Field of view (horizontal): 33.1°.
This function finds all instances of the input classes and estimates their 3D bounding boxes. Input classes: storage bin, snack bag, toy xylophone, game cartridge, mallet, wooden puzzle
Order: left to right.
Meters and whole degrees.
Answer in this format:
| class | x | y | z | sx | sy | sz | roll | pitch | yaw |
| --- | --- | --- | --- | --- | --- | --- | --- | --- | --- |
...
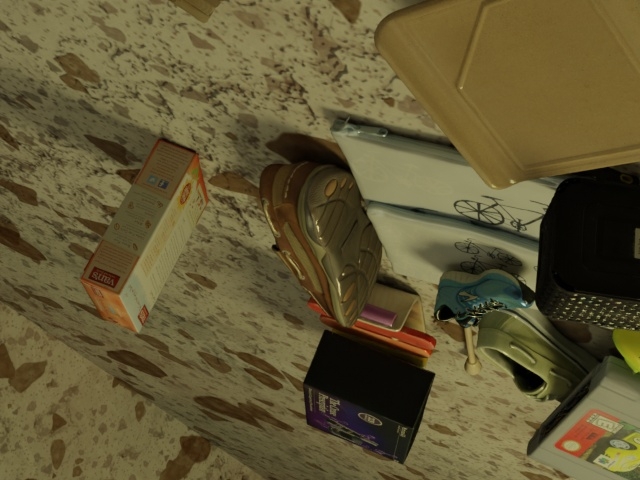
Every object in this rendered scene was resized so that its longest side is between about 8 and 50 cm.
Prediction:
| class | x | y | z | sx | sy | sz | roll | pitch | yaw |
| --- | --- | --- | --- | --- | --- | --- | --- | --- | --- |
| toy xylophone | 0.124 | 0.154 | 1.684 | 0.236 | 0.081 | 0.322 | 14 | 157 | 25 |
| snack bag | 0.192 | -0.011 | 1.288 | 0.323 | 0.037 | 0.342 | 16 | 157 | 24 |
| wooden puzzle | 0.197 | -0.144 | 0.923 | 0.239 | 0.044 | 0.221 | -13 | 132 | 42 |
| mallet | 0.228 | -0.095 | 1.065 | 0.190 | 0.062 | 0.039 | 13 | 159 | -10 |
| game cartridge | 0.422 | 0.268 | 1.470 | 0.196 | 0.060 | 0.294 | 20 | 146 | 1 |
| storage bin | 0.310 | 0.018 | 1.060 | 0.180 | 0.122 | 0.084 | 7 | 157 | 4 |

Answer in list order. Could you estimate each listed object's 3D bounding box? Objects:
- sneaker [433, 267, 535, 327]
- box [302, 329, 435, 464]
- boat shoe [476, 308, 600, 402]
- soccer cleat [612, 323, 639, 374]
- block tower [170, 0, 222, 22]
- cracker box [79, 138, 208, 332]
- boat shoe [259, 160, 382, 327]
| class | x | y | z | sx | sy | sz | roll | pitch | yaw |
| --- | --- | --- | --- | --- | --- | --- | --- | --- | --- |
| sneaker | 0.202 | 0.080 | 1.338 | 0.063 | 0.073 | 0.162 | 36 | 157 | -26 |
| box | 0.074 | 0.257 | 1.730 | 0.184 | 0.103 | 0.261 | 19 | 158 | 9 |
| boat shoe | 0.306 | 0.177 | 1.519 | 0.109 | 0.094 | 0.302 | -1 | 147 | 49 |
| soccer cleat | 0.500 | 0.155 | 1.305 | 0.289 | 0.093 | 0.121 | 27 | 129 | 8 |
| block tower | -0.059 | -0.290 | 0.838 | 0.097 | 0.091 | 0.335 | 31 | 157 | -16 |
| cracker box | -0.241 | -0.004 | 1.507 | 0.067 | 0.232 | 0.155 | 21 | 158 | 9 |
| boat shoe | 0.000 | 0.000 | 1.431 | 0.116 | 0.123 | 0.324 | 19 | 149 | 25 |
